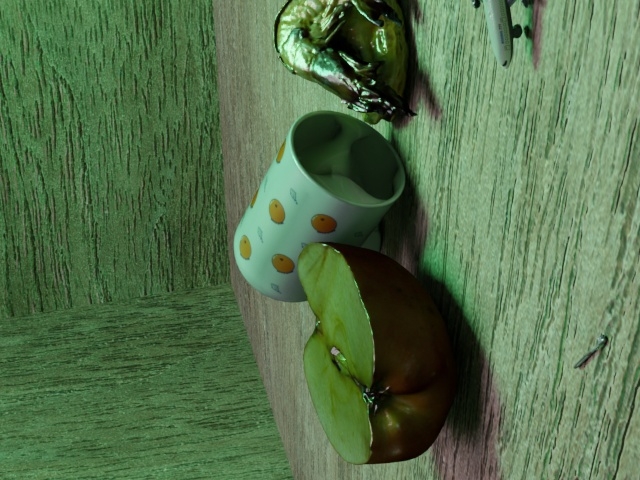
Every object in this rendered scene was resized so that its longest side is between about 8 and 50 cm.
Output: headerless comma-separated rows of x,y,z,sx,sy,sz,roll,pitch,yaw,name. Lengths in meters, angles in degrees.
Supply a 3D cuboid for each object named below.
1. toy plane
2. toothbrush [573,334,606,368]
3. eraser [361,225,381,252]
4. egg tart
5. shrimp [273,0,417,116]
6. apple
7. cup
0.195,-0.306,1.239,0.226,0.058,0.226,14,135,49,toy plane
0.305,0.127,1.237,0.097,0.006,0.008,106,162,-63,toothbrush
0.033,-0.086,2.140,0.189,0.104,0.290,114,146,-54,eraser
0.058,-0.334,1.804,0.297,0.132,0.297,175,90,-82,egg tart
0.051,-0.304,1.676,0.289,0.075,0.178,37,112,34,shrimp
0.069,0.184,1.739,0.329,0.295,0.365,44,180,-27,apple
-0.019,-0.044,1.902,0.317,0.212,0.212,-55,41,43,cup
